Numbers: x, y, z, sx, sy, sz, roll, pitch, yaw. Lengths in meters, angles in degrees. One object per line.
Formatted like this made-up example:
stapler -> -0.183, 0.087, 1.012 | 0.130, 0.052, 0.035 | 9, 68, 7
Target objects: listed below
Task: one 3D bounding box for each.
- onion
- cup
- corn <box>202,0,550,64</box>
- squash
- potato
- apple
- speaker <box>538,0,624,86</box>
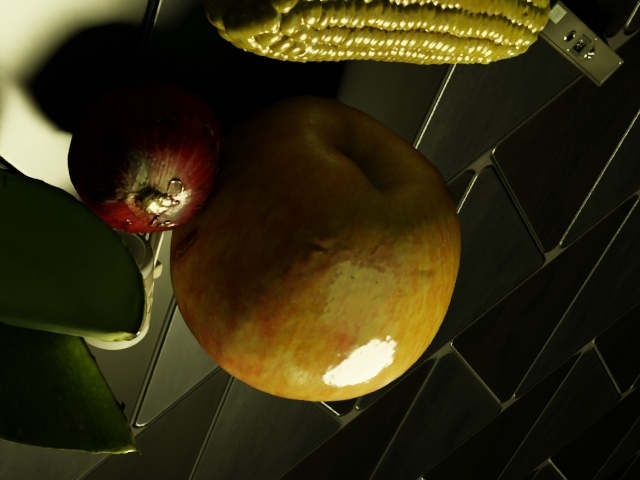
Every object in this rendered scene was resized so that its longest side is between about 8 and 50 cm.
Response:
onion -> -0.142, -0.066, 1.066 | 0.131, 0.131, 0.131 | -27, 148, -18
cup -> -0.178, 0.038, 1.208 | 0.102, 0.074, 0.099 | -20, 145, -28
corn -> 0.056, -0.206, 1.070 | 0.344, 0.131, 0.131 | -4, 136, -46
squash -> -0.256, 0.132, 1.078 | 0.093, 0.252, 0.169 | -9, 139, -37
potato -> -0.222, 0.019, 1.038 | 0.054, 0.197, 0.119 | 99, 13, -72
apple -> 0.000, 0.000, 1.167 | 0.264, 0.264, 0.264 | -27, 148, -18
speaker -> 0.256, -0.213, 1.352 | 0.040, 0.046, 0.191 | -47, 149, 14
